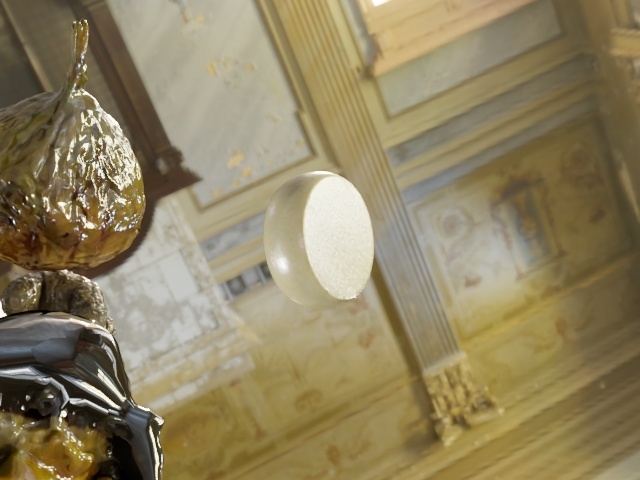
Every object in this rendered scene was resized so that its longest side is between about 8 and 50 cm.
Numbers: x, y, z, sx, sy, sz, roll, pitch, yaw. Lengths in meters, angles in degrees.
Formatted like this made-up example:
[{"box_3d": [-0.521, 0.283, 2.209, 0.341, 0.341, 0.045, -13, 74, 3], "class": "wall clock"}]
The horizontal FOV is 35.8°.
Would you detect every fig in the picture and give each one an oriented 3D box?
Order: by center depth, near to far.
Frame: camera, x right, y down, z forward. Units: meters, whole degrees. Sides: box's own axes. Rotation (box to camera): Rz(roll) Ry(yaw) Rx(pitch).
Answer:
[{"box_3d": [-0.383, -0.144, 1.443, 0.286, 0.368, 0.286, 13, -148, -9], "class": "fig"}]

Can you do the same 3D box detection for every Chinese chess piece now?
[{"box_3d": [0.000, 0.000, 1.921, 0.102, 0.273, 0.273, -7, -155, 35], "class": "Chinese chess piece"}]

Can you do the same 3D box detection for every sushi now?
[{"box_3d": [-0.212, 0.157, 0.649, 0.204, 0.200, 0.213, -12, 150, -30], "class": "sushi"}]

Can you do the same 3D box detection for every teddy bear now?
[{"box_3d": [-0.407, 0.141, 1.572, 0.177, 0.190, 0.140, 7, -158, 1], "class": "teddy bear"}]

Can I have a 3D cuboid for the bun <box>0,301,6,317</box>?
[{"box_3d": [-0.744, 0.151, 1.900, 0.175, 0.263, 0.263, -46, -159, 3], "class": "bun"}]
